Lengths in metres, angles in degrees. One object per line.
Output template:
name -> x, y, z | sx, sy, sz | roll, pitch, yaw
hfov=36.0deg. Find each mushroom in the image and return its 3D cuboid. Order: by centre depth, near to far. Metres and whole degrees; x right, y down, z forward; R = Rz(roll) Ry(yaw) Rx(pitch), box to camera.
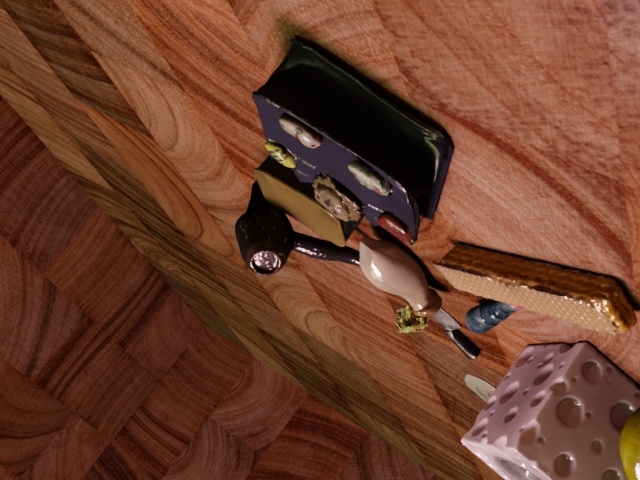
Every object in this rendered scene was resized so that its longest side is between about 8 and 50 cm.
mushroom -> 0.152, 0.071, 1.939 | 0.212, 0.088, 0.097 | 40, 151, -24

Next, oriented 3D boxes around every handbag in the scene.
handbag -> 0.046, -0.131, 1.556 | 0.303, 0.122, 0.329 | 35, 166, 11

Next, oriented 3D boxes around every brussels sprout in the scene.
brussels sprout -> 0.202, 0.172, 2.162 | 0.085, 0.085, 0.058 | 23, 161, 43

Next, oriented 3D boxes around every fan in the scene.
fan -> 0.439, 0.376, 2.315 | 0.182, 0.010, 0.310 | 41, 165, -8

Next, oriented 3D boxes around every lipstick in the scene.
lipstick -> 0.324, 0.127, 1.786 | 0.053, 0.053, 0.234 | 38, 163, 1

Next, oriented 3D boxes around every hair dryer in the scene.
hair dryer -> 0.000, 0.000, 2.014 | 0.359, 0.120, 0.304 | 17, -153, -11

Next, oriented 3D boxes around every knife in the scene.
knife -> 0.267, 0.171, 2.106 | 0.230, 0.028, 0.060 | 45, 151, -13

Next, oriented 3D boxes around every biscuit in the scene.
biscuit -> 0.339, 0.075, 1.594 | 0.094, 0.054, 0.378 | 46, 162, -31

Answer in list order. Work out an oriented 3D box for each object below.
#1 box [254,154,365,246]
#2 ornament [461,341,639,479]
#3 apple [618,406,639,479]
box -> -0.014, -0.091, 1.850 | 0.201, 0.090, 0.144 | 32, 164, 23
ornament -> 0.449, 0.352, 1.795 | 0.239, 0.240, 0.240 | 39, 165, -7
apple -> 0.583, 0.345, 1.590 | 0.196, 0.196, 0.157 | 34, -166, 15
